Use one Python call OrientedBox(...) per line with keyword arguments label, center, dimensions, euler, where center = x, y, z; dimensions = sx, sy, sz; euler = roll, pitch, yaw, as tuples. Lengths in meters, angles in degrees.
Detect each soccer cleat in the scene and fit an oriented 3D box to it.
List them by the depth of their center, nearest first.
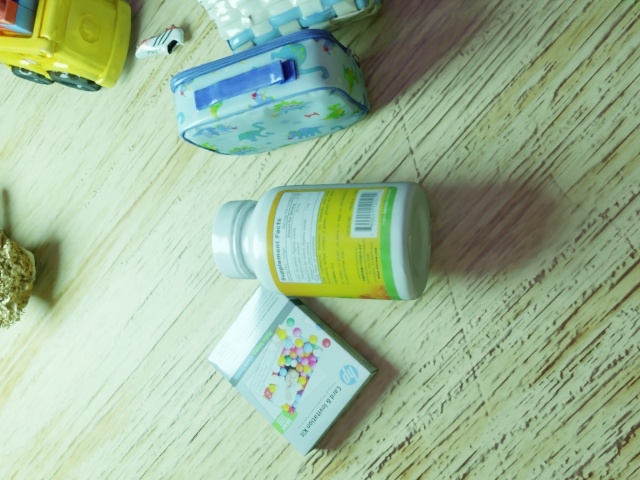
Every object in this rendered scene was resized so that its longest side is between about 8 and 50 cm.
OrientedBox(label="soccer cleat", center=(-0.238, -0.287, 0.898), dimensions=(0.083, 0.029, 0.035), euler=(-24, 75, 14))

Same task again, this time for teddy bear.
OrientedBox(label="teddy bear", center=(-0.577, 0.043, 0.989), dimensions=(0.338, 0.113, 0.244), euler=(-16, 75, 28))

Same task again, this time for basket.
OrientedBox(label="basket", center=(-0.064, -0.380, 0.725), dimensions=(0.255, 0.201, 0.288), euler=(-13, 112, 20))

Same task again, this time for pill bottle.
OrientedBox(label="pill bottle", center=(0.000, 0.000, 0.732), dimensions=(0.246, 0.136, 0.136), euler=(0, 88, 22))

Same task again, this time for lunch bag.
OrientedBox(label="lunch bag", center=(-0.059, -0.175, 0.742), dimensions=(0.219, 0.176, 0.090), euler=(-13, 85, 21))

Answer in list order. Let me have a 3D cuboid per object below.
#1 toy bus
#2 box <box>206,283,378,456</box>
OrientedBox(label="toy bus", center=(-0.425, -0.316, 0.877), dimensions=(0.221, 0.211, 0.149), euler=(12, 94, 23))
OrientedBox(label="box", center=(-0.041, 0.162, 0.794), dimensions=(0.186, 0.038, 0.145), euler=(40, 102, 17))
